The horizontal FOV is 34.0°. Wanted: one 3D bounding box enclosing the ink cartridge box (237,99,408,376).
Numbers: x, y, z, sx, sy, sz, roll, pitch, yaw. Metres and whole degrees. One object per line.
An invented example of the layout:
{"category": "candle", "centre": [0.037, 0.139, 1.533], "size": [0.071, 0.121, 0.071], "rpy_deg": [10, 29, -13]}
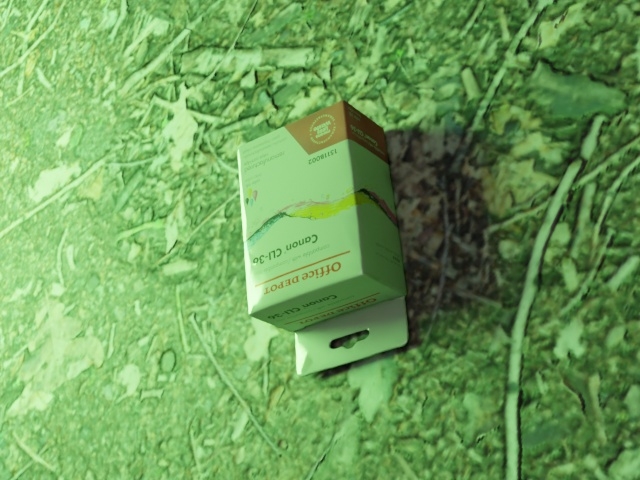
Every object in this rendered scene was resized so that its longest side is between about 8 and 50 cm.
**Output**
{"category": "ink cartridge box", "centre": [0.000, 0.000, 0.855], "size": [0.115, 0.067, 0.198], "rpy_deg": [-22, 61, 29]}
